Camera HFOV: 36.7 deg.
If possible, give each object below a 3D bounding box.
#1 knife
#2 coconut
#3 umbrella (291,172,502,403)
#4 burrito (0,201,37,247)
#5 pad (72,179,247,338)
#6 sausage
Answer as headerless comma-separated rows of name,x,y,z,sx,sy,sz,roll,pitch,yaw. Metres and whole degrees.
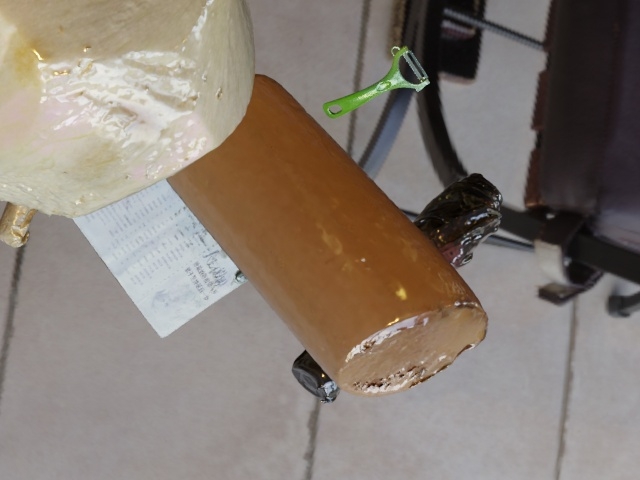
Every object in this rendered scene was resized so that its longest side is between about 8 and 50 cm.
knife,0.072,-0.223,1.416,0.078,0.166,0.022,55,27,-22
coconut,-0.148,-0.132,0.586,0.241,0.241,0.241,2,86,-24
umbrella,0.088,0.046,1.016,0.326,0.090,0.094,-46,132,-27
burrito,-0.288,-0.072,0.989,0.042,0.051,0.171,26,90,-32
pad,-0.188,0.001,1.193,0.159,0.009,0.265,-35,133,-9
sausage,0.000,0.000,0.707,0.123,0.123,0.253,-32,63,-23
